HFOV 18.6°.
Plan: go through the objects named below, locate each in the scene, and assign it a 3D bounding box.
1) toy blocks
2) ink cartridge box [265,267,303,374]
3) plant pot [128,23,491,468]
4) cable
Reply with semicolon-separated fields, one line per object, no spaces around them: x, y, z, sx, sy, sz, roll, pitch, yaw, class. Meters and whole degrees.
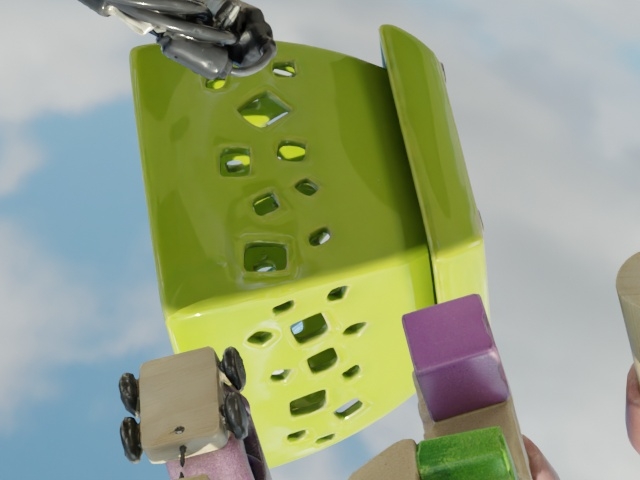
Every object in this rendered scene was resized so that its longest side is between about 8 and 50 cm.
0.087;0.205;0.972;0.309;0.260;0.288;-13;-135;8;toy blocks
-0.052;0.080;1.497;0.052;0.088;0.122;52;171;14;ink cartridge box
0.000;0.000;1.316;0.207;0.228;0.227;-11;-124;-1;plant pot
-0.110;-0.123;0.965;0.150;0.047;0.184;17;-170;-28;cable
